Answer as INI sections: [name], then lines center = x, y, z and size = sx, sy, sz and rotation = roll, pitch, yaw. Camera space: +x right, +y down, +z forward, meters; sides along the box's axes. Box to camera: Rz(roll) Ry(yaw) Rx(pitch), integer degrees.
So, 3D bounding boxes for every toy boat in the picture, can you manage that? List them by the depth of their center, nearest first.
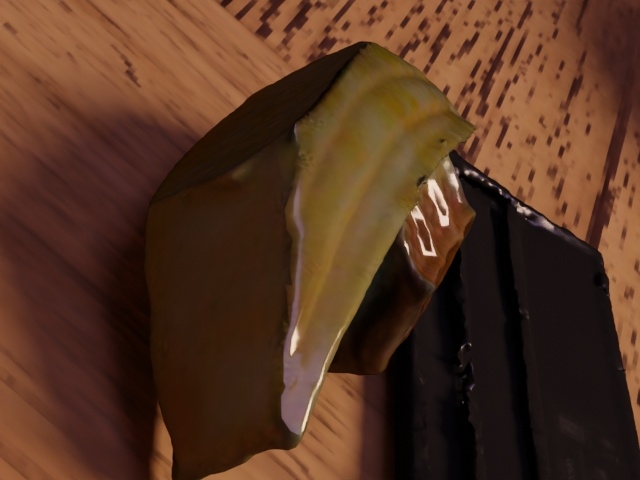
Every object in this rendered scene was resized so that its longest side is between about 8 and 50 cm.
[toy boat]
center = 0.000, 0.000, 0.442
size = 0.066, 0.065, 0.172
rotation = 59, 25, -12

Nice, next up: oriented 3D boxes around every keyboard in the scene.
[keyboard]
center = 0.054, 0.052, 0.490
size = 0.087, 0.017, 0.250
rotation = 34, 25, -17
